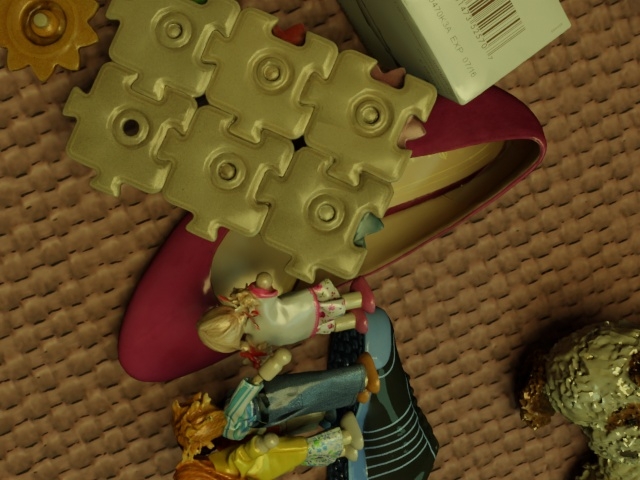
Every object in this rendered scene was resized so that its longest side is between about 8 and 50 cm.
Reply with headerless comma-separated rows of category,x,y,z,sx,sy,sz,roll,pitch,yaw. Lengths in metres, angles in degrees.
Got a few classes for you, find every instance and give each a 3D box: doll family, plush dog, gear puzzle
doll family,-0.042,0.140,1.079,0.163,0.118,0.263,-11,145,-20
plush dog,0.305,0.140,1.225,0.225,0.262,0.211,25,65,-34
gear puzzle,-0.096,-0.102,1.020,0.339,0.044,0.175,24,90,2

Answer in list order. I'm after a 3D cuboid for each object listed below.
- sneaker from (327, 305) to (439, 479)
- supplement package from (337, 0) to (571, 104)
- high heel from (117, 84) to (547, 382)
sneaker,0.059,0.159,1.204,0.090,0.081,0.232,-7,116,-20
supplement package,0.089,-0.190,1.040,0.105,0.179,0.105,-37,115,-5
high heel,0.000,0.000,1.070,0.377,0.181,0.127,-43,116,-2
